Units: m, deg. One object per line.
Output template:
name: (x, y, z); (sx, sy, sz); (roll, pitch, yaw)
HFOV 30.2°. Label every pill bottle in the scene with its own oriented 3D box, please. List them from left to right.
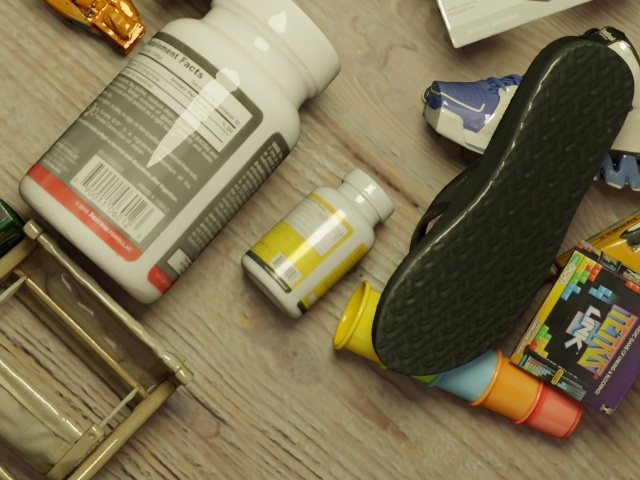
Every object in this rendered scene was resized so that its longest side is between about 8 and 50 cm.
pill bottle: (-0.155, -0.122, 1.375); (0.210, 0.210, 0.363); (42, 82, -4)
pill bottle: (0.000, 0.000, 1.444); (0.184, 0.103, 0.103); (-43, 93, -8)

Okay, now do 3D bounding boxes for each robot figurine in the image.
robot figurine: (-0.300, -0.374, 1.431); (0.291, 0.085, 0.211); (39, 81, -5)

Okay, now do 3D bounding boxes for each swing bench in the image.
swing bench: (-0.324, 0.154, 1.363); (0.253, 0.165, 0.255); (45, 77, -3)

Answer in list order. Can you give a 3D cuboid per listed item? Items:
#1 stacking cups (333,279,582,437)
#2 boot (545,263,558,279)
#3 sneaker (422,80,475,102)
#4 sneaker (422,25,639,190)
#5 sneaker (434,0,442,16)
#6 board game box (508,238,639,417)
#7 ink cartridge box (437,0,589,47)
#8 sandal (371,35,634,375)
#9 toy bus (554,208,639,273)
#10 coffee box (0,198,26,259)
stacking cups: (0.173, 0.161, 1.466); (0.316, 0.096, 0.096); (27, 83, -6)
boot: (0.220, 0.021, 1.502); (0.158, 0.059, 0.084); (30, 86, 3)
sneaker: (0.172, -0.192, 1.514); (0.083, 0.037, 0.032); (-9, 90, -7)
sneaker: (0.291, -0.185, 1.463); (0.315, 0.127, 0.182); (11, 107, -14)
sneaker: (0.193, -0.371, 1.504); (0.080, 0.081, 0.211); (7, 87, -9)
board game box: (0.328, 0.106, 1.418); (0.141, 0.048, 0.170); (30, 117, 10)
ink cartridge box: (0.233, -0.382, 1.439); (0.275, 0.060, 0.239); (-21, 92, -11)
sandal: (0.209, -0.034, 1.398); (0.167, 0.107, 0.446); (33, 93, -24)
toy bus: (0.464, -0.009, 1.463); (0.332, 0.130, 0.108); (-30, 94, 4)
coffee box: (-0.392, 0.003, 1.347); (0.113, 0.184, 0.040); (-37, 90, -7)
